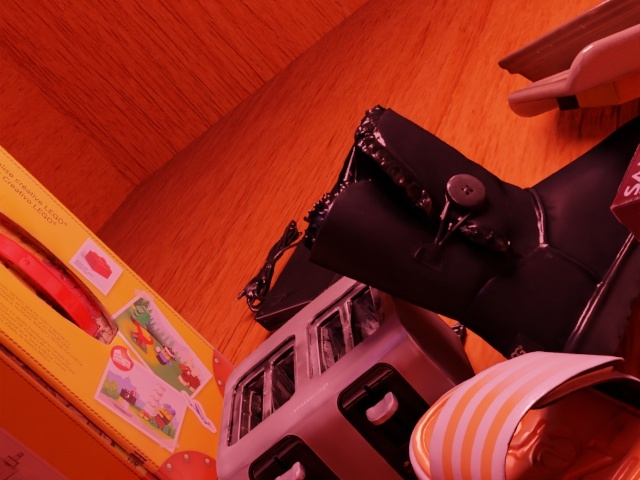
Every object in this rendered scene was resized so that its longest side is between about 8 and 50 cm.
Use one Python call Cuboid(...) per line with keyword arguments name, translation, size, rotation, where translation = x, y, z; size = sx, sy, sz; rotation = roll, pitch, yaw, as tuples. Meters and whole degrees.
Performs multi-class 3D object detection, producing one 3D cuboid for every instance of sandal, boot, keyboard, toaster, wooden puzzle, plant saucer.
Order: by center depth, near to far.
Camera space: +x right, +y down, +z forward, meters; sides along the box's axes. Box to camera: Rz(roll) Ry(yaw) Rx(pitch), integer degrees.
Cuboid(name="sandal", translation=(0.130, 0.098, 0.416), size=(0.102, 0.076, 0.265), rotation=(-50, 28, -18))
Cuboid(name="boot", translation=(0.124, -0.039, 0.591), size=(0.246, 0.207, 0.094), rotation=(-55, -8, -30))
Cuboid(name="toaster", translation=(0.025, 0.115, 0.631), size=(0.168, 0.110, 0.185), rotation=(-39, 17, 11))
Cuboid(name="wooden puzzle", translation=(0.264, -0.139, 0.650), size=(0.221, 0.044, 0.239), rotation=(-21, 1, 4))
Cuboid(name="plant saucer", translation=(0.296, -0.214, 0.805), size=(0.278, 0.041, 0.278), rotation=(-27, 3, 2))
Cuboid(name="keyboard", translation=(0.000, 0.000, 1.121), size=(0.202, 0.033, 0.317), rotation=(-21, 26, 39))

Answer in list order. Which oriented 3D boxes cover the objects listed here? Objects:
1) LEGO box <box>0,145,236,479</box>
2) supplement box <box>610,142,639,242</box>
Cuboid(name="LEGO box", translation=(-0.385, 0.119, 0.891), size=(0.373, 0.500, 0.193), rotation=(-34, 19, 28))
Cuboid(name="supplement box", translation=(0.265, -0.021, 0.370), size=(0.239, 0.130, 0.073), rotation=(-22, 27, 50))
